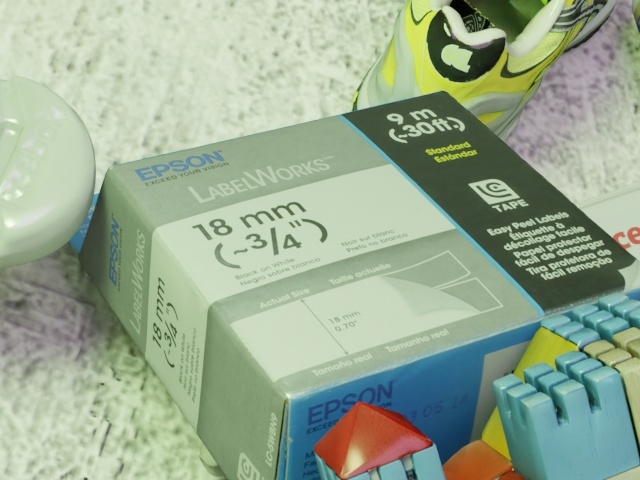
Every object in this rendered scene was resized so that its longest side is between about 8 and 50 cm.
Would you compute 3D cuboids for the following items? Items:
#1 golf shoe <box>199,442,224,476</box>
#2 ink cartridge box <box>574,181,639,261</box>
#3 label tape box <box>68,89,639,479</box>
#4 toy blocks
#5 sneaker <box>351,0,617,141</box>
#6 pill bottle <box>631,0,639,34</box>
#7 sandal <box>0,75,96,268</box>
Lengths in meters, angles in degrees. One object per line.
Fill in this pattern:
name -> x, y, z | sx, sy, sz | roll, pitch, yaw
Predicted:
golf shoe -> 0.054, 0.161, 1.011 | 0.273, 0.105, 0.120 | 33, 66, 8
ink cartridge box -> 0.242, 0.113, 1.079 | 0.211, 0.121, 0.289 | -17, 72, -25
label tape box -> 0.000, 0.000, 0.972 | 0.240, 0.106, 0.334 | -15, 41, -26
toy blocks -> 0.157, 0.153, 0.825 | 0.381, 0.191, 0.261 | -19, 105, -12
sneaker -> 0.164, -0.206, 1.199 | 0.145, 0.147, 0.385 | 30, 57, -1
pill bottle -> 0.318, -0.120, 1.231 | 0.112, 0.112, 0.187 | -7, 67, -22
sandal -> -0.338, -0.015, 0.943 | 0.416, 0.102, 0.169 | 2, 60, 1
